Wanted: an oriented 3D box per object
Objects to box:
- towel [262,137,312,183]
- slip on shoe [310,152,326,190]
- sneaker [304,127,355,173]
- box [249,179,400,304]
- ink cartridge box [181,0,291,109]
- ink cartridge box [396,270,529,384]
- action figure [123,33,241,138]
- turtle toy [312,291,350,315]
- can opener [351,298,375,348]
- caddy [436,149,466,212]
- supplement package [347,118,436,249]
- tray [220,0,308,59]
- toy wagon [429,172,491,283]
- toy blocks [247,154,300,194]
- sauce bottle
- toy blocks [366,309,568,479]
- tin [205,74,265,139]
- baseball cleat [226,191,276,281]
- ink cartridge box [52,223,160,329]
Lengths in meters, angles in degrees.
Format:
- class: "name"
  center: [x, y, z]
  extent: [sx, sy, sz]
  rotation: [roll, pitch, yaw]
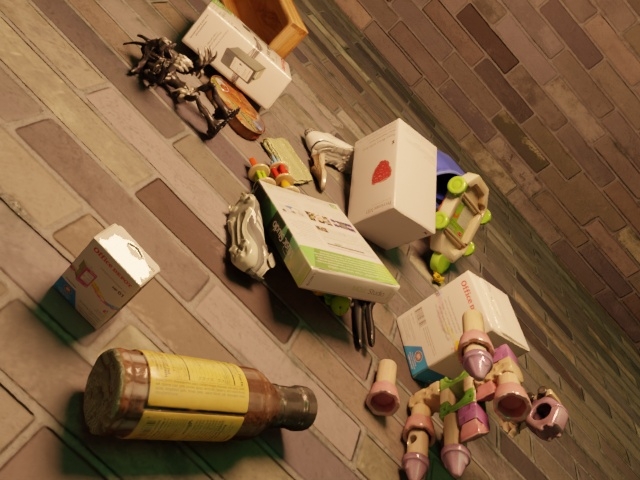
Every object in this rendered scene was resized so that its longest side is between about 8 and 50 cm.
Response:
- class: "towel"
  center: [-0.085, -0.210, 1.457]
  extent: [0.148, 0.027, 0.110]
  rotation: [55, 28, 8]
- class: "slip on shoe"
  center: [-0.006, -0.190, 1.536]
  extent: [0.041, 0.051, 0.135]
  rotation: [1, 53, -5]
- class: "sneaker"
  center: [0.050, -0.272, 1.669]
  extent: [0.235, 0.090, 0.095]
  rotation: [18, 33, -47]
- class: "box"
  center: [0.000, 0.000, 1.186]
  extent: [0.232, 0.058, 0.322]
  rotation: [15, 26, -35]
- class: "ink cartridge box"
  center: [-0.215, -0.497, 1.485]
  extent: [0.273, 0.115, 0.198]
  rotation: [37, 20, -23]
- class: "ink cartridge box"
  center: [0.337, 0.224, 1.335]
  extent: [0.168, 0.233, 0.171]
  rotation: [29, 36, -35]
- class: "action figure"
  center: [-0.295, -0.368, 1.228]
  extent: [0.276, 0.141, 0.164]
  rotation: [45, 40, -14]
- class: "turtle toy"
  center: [0.035, 0.100, 1.213]
  extent: [0.095, 0.066, 0.130]
  rotation: [15, 65, -39]
- class: "can opener"
  center: [0.096, 0.163, 1.256]
  extent: [0.073, 0.059, 0.186]
  rotation: [62, 26, -43]
- class: "caddy"
  center: [0.356, -0.154, 1.802]
  extent: [0.341, 0.241, 0.179]
  rotation: [11, 43, -49]
- class: "supplement package"
  center: [0.203, -0.153, 1.558]
  extent: [0.175, 0.177, 0.293]
  rotation: [28, 55, -35]
- class: "tray"
  center: [-0.186, -0.703, 1.704]
  extent: [0.076, 0.203, 0.411]
  rotation: [16, 44, -48]
- class: "toy wagon"
  center: [0.415, -0.035, 1.724]
  extent: [0.068, 0.344, 0.267]
  rotation: [25, -5, 38]
- class: "toy blocks"
  center: [-0.121, -0.161, 1.320]
  extent: [0.123, 0.054, 0.148]
  rotation: [16, 34, -36]
- class: "sauce bottle"
  center: [-0.146, 0.226, 0.777]
  extent: [0.344, 0.111, 0.111]
  rotation: [24, 38, -42]
- class: "toy blocks"
  center: [0.282, 0.352, 1.061]
  extent: [0.309, 0.288, 0.260]
  rotation: [47, 25, -12]
- class: "tin"
  center: [-0.216, -0.333, 1.406]
  extent: [0.189, 0.040, 0.106]
  rotation: [51, 24, 2]
- class: "baseball cleat"
  center: [-0.138, -0.002, 1.115]
  extent: [0.109, 0.072, 0.206]
  rotation: [50, 26, -37]
- class: "ink cartridge box"
  center: [-0.291, 0.050, 0.758]
  extent: [0.088, 0.122, 0.052]
  rotation: [47, 28, -6]
